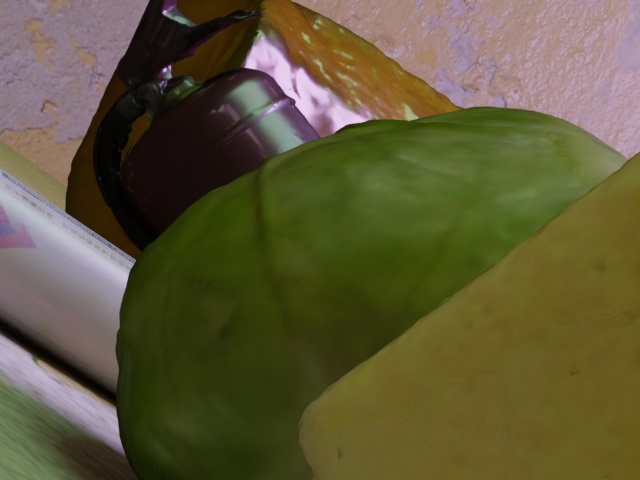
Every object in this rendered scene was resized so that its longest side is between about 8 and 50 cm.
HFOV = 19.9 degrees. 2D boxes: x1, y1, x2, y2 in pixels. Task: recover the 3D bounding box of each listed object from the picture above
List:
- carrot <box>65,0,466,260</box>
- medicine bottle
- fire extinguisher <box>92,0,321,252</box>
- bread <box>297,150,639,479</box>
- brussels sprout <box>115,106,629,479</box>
[{"bbox_3d":[0.000,0.000,1.122,0.340,0.241,0.241,33,0,-36],"label":"carrot"},{"bbox_3d":[-0.153,-0.005,0.804,0.231,0.059,0.059,36,-1,-24],"label":"medicine bottle"},{"bbox_3d":[0.008,0.017,0.882,0.341,0.141,0.105,53,17,3],"label":"fire extinguisher"},{"bbox_3d":[0.167,0.112,0.391,0.263,0.198,0.236,32,28,-35],"label":"bread"},{"bbox_3d":[0.028,0.034,0.648,0.161,0.223,0.223,53,-10,-31],"label":"brussels sprout"}]
